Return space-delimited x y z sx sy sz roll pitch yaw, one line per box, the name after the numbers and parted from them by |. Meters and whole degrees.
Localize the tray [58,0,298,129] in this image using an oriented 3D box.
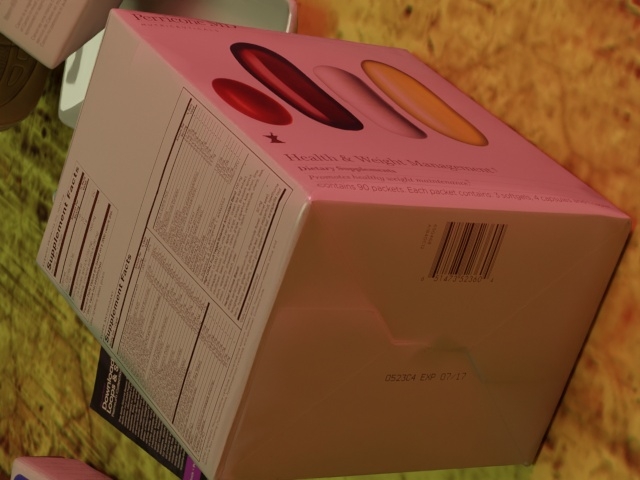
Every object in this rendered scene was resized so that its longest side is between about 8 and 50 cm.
-0.092 -0.114 1.131 0.270 0.030 0.145 30 111 51 | tray

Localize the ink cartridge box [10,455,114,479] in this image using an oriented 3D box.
-0.128 0.328 1.130 0.307 0.072 0.304 18 102 51 | ink cartridge box

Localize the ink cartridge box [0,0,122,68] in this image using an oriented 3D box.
-0.207 -0.241 1.099 0.218 0.092 0.158 36 123 1 | ink cartridge box

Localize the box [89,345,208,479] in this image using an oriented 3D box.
-0.095 0.082 1.126 0.162 0.029 0.116 27 109 50 | box

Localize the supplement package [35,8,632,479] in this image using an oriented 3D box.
0.000 0.000 0.856 0.203 0.194 0.149 43 122 46 | supplement package

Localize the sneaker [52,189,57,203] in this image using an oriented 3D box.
-0.162 0.001 1.214 0.098 0.038 0.069 17 101 54 | sneaker

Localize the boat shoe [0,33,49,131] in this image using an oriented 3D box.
-0.264 -0.189 1.329 0.096 0.098 0.277 120 143 -56 | boat shoe
